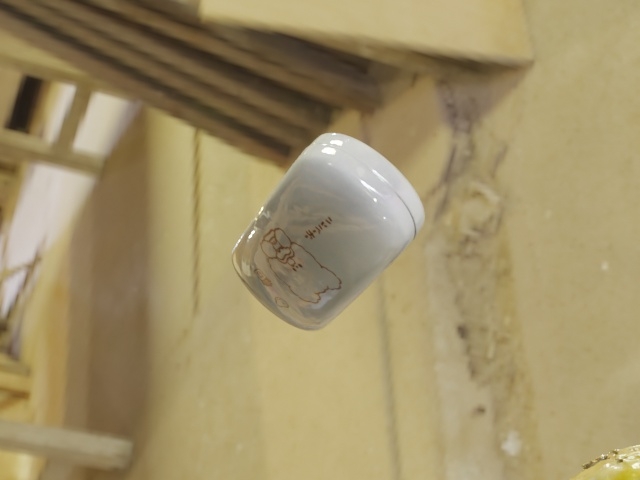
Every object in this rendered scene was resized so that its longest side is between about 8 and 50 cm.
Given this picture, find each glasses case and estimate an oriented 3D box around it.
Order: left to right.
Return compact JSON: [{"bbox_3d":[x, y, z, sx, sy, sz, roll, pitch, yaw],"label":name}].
[{"bbox_3d":[0.000,0.000,0.798,0.049,0.074,0.193,-49,0,-25],"label":"glasses case"}]

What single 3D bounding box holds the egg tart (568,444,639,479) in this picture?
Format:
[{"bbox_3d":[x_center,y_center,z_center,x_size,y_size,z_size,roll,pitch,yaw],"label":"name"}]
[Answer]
[{"bbox_3d":[0.280,0.311,1.100,0.315,0.120,0.315,-11,72,37],"label":"egg tart"}]
